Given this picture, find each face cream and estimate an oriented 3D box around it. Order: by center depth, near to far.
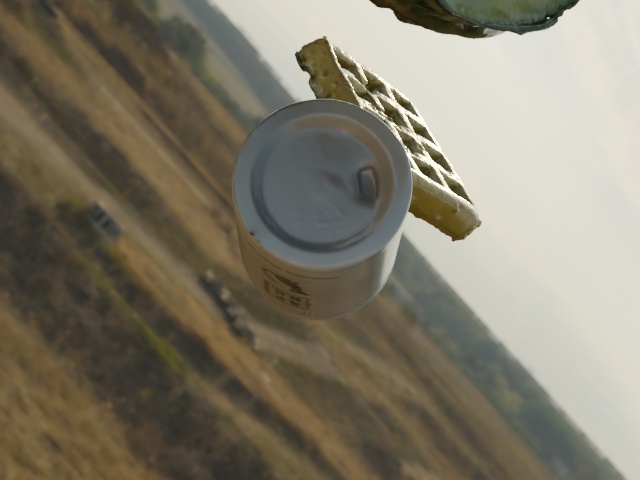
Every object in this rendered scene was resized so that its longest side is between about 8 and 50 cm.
[{"bbox_3d":[0.000,0.000,1.338,0.145,0.145,0.369,48,-10,11],"label":"face cream"}]

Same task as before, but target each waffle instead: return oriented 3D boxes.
[{"bbox_3d":[0.088,-0.127,1.877,0.221,0.055,0.248,27,29,-50],"label":"waffle"}]

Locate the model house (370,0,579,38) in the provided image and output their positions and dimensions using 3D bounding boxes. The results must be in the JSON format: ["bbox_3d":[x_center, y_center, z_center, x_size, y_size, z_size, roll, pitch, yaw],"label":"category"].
[{"bbox_3d":[0.022,-0.281,1.085,0.266,0.261,0.321,1,-34,46],"label":"model house"}]
